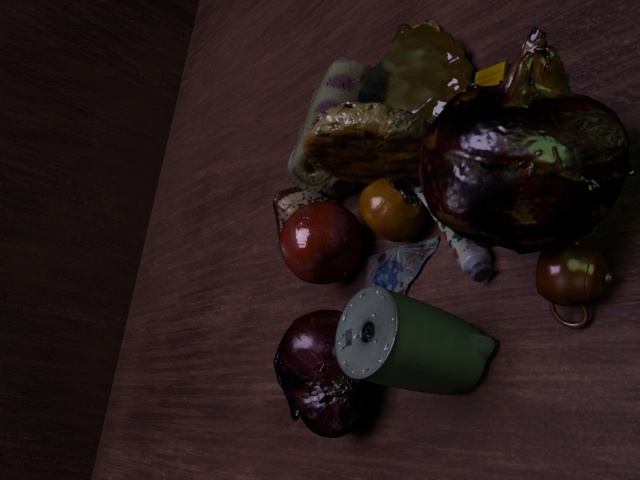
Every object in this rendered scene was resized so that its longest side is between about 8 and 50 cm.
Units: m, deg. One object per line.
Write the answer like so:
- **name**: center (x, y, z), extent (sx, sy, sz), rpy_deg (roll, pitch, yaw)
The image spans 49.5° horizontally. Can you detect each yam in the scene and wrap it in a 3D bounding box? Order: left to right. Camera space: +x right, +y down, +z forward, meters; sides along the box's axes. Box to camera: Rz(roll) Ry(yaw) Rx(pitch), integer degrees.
- **yam**: center (0.104, -0.170, 1.755), extent (0.299, 0.066, 0.066), rpy_deg (-24, 54, 51)

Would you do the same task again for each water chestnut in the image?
- **water chestnut**: center (0.324, -0.161, 1.118), extent (0.335, 0.335, 0.347), rpy_deg (21, 119, 59)

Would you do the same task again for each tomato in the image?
- **tomato**: center (0.000, 0.000, 1.685), extent (0.208, 0.208, 0.184), rpy_deg (-57, 46, 22)

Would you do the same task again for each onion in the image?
- **onion**: center (0.019, 0.287, 1.506), extent (0.281, 0.221, 0.281), rpy_deg (170, 90, -72)

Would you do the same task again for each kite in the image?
- **kite**: center (0.170, 0.120, 1.544), extent (0.335, 0.011, 0.314), rpy_deg (-61, 33, 18)

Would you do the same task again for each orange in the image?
- **orange**: center (0.162, -0.072, 1.525), extent (0.134, 0.154, 0.155), rpy_deg (-52, 33, 6)

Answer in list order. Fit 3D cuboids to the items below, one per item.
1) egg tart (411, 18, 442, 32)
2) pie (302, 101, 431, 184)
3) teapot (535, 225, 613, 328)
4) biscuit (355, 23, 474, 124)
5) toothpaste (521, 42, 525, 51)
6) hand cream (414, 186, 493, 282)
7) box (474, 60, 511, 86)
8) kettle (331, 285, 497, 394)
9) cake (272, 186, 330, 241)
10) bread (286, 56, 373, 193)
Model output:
- **egg tart**: center (0.243, -0.488, 1.720), extent (0.130, 0.052, 0.130), rpy_deg (-29, 53, 48)
- **pie**: center (0.119, -0.198, 1.498), extent (0.339, 0.339, 0.083), rpy_deg (-14, 64, 55)
- **teapot**: center (0.411, 0.058, 1.112), extent (0.116, 0.116, 0.173), rpy_deg (22, 114, 59)
- **biscuit**: center (0.196, -0.364, 1.625), extent (0.329, 0.078, 0.335), rpy_deg (-24, 59, 27)
- **toothpaste**: center (0.403, -0.289, 1.375), extent (0.056, 0.036, 0.205), rpy_deg (0, 77, 59)
- **hand cream**: center (0.275, -0.030, 1.402), extent (0.059, 0.095, 0.276), rpy_deg (77, 176, -46)
- **box**: center (0.354, -0.294, 1.465), extent (0.087, 0.023, 0.155), rpy_deg (-7, 68, 54)
- **kettle**: center (0.156, 0.200, 1.279), extent (0.240, 0.255, 0.165), rpy_deg (-34, 49, 43)
- **cake**: center (-0.080, -0.027, 1.847), extent (0.112, 0.135, 0.246), rpy_deg (55, 132, 32)
- **bread**: center (0.036, -0.298, 1.789), extent (0.187, 0.155, 0.338), rpy_deg (-51, 19, 52)
